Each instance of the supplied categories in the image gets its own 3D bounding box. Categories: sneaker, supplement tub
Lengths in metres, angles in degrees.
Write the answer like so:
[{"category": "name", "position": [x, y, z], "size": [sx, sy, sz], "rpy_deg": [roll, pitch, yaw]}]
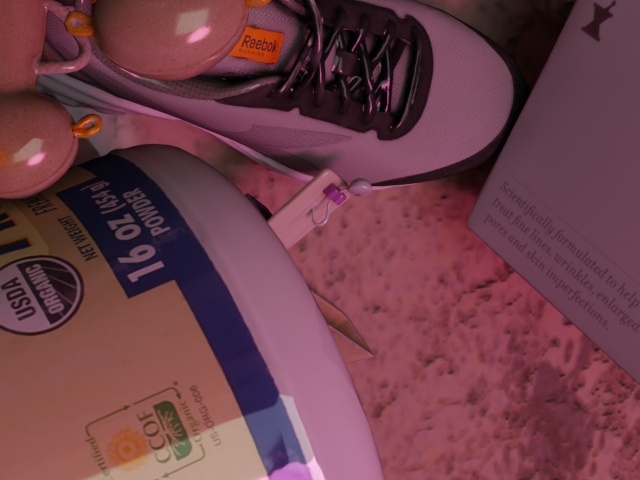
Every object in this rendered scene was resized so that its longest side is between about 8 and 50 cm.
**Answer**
[{"category": "sneaker", "position": [-0.016, -0.079, 0.658], "size": [0.271, 0.108, 0.100], "rpy_deg": [10, 92, -27]}, {"category": "supplement tub", "position": [-0.156, 0.115, 0.561], "size": [0.316, 0.228, 0.228], "rpy_deg": [-23, 107, -20]}]

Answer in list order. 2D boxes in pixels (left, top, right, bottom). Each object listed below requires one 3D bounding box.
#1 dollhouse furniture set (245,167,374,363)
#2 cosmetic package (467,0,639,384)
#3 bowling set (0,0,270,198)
[{"category": "dollhouse furniture set", "position": [0.000, 0.000, 0.704], "size": [0.081, 0.091, 0.114], "rpy_deg": [-41, 143, 8]}, {"category": "cosmetic package", "position": [0.204, -0.024, 0.701], "size": [0.184, 0.151, 0.151], "rpy_deg": [7, 117, -38]}, {"category": "bowling set", "position": [-0.155, -0.061, 0.527], "size": [0.287, 0.200, 0.154], "rpy_deg": [-10, 74, 0]}]
